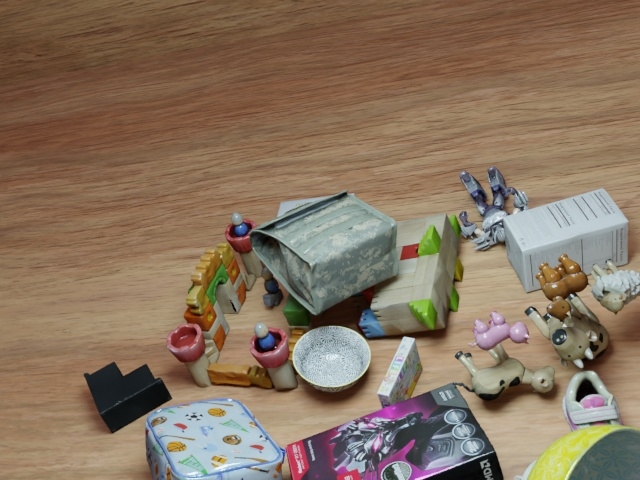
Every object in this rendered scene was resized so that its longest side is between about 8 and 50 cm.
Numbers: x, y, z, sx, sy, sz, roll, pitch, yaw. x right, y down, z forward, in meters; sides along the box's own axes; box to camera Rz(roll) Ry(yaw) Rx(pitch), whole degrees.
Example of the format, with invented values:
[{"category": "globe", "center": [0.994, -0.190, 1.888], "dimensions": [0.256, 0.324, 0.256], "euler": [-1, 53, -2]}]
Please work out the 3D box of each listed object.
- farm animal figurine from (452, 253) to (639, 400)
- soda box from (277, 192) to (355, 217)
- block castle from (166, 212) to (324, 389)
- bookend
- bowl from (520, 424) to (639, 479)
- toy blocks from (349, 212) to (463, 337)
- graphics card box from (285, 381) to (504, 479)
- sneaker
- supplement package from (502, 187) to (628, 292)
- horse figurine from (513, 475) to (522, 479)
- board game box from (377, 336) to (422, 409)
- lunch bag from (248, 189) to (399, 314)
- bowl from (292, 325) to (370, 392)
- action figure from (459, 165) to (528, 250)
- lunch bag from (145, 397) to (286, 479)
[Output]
[{"category": "farm animal figurine", "center": [0.465, 0.196, 1.539], "dimensions": [0.327, 0.330, 0.172], "euler": [-1, 46, -40]}, {"category": "soda box", "center": [-0.005, -0.072, 2.161], "dimensions": [0.216, 0.074, 0.069], "euler": [-6, 40, 15]}, {"category": "block castle", "center": [-0.153, 0.127, 1.872], "dimensions": [0.303, 0.212, 0.453], "euler": [0, 42, 22]}, {"category": "bookend", "center": [-0.457, 0.345, 1.844], "dimensions": [0.156, 0.072, 0.157], "euler": [-29, 39, -15]}, {"category": "bowl", "center": [0.417, 0.429, 1.268], "dimensions": [0.289, 0.289, 0.156], "euler": [-39, 22, -24]}, {"category": "toy blocks", "center": [0.175, 0.086, 1.848], "dimensions": [0.261, 0.190, 0.381], "euler": [-12, 38, 27]}, {"category": "graphics card box", "center": [0.129, 0.422, 1.468], "dimensions": [0.371, 0.094, 0.233], "euler": [-19, 24, -2]}, {"category": "sneaker", "center": [0.503, 0.343, 1.432], "dimensions": [0.103, 0.111, 0.252], "euler": [-15, 39, 5]}, {"category": "supplement package", "center": [0.564, 0.000, 1.799], "dimensions": [0.244, 0.139, 0.134], "euler": [-16, 39, 1]}, {"category": "horse figurine", "center": [0.296, 0.518, 1.341], "dimensions": [0.175, 0.066, 0.263], "euler": [-1, 35, 21]}, {"category": "board game box", "center": [0.168, 0.293, 1.632], "dimensions": [0.026, 0.103, 0.154], "euler": [7, 45, 28]}, {"category": "lunch bag", "center": [0.000, 0.000, 1.744], "dimensions": [0.235, 0.168, 0.287], "euler": [-24, 37, -26]}, {"category": "bowl", "center": [0.025, 0.277, 1.717], "dimensions": [0.170, 0.080, 0.170], "euler": [-1, 42, 1]}, {"category": "action figure", "center": [0.430, -0.082, 1.974], "dimensions": [0.185, 0.099, 0.285], "euler": [-22, 32, 14]}, {"category": "lunch bag", "center": [-0.207, 0.423, 1.539], "dimensions": [0.243, 0.114, 0.303], "euler": [-3, 17, -25]}]
